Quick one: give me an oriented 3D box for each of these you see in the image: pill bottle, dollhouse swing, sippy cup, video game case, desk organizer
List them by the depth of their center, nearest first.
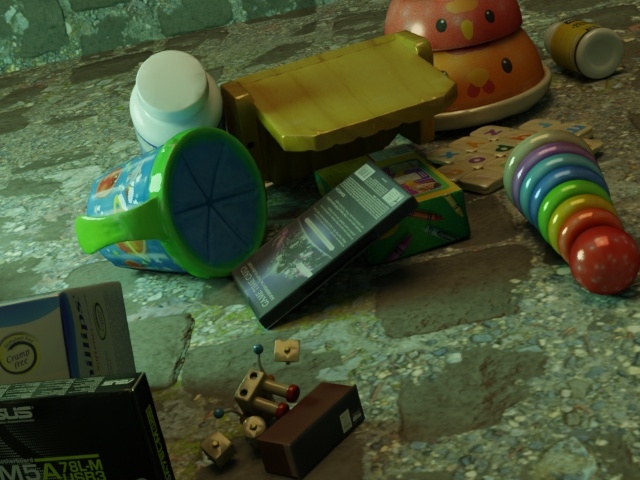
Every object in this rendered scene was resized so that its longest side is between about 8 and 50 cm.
[{"bbox_3d":[-0.010,0.211,1.357,0.050,0.047,0.130,2,26,39],"label":"desk organizer"},{"bbox_3d":[0.000,0.000,1.747,0.274,0.026,0.196,-40,25,0],"label":"video game case"},{"bbox_3d":[-0.240,-0.047,1.902,0.224,0.305,0.240,-8,63,39],"label":"sippy cup"},{"bbox_3d":[-0.234,-0.201,2.000,0.152,0.152,0.272,-16,-21,-7],"label":"pill bottle"},{"bbox_3d":[0.050,-0.165,2.027,0.347,0.315,0.305,-18,45,-13],"label":"dollhouse swing"},{"bbox_3d":[0.525,-0.392,2.442,0.103,0.103,0.184,-17,23,-11],"label":"pill bottle"}]

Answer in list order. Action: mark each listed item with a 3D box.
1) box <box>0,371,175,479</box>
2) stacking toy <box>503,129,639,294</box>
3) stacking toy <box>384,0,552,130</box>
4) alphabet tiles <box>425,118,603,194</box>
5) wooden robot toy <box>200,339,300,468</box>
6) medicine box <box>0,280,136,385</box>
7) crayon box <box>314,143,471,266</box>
[{"bbox_3d":[-0.251,0.231,1.255,0.191,0.184,0.045,-6,24,15],"label":"box"},{"bbox_3d":[0.356,-0.031,1.649,0.141,0.141,0.330,-13,28,-1],"label":"stacking toy"},{"bbox_3d":[0.234,-0.471,2.289,0.351,0.479,0.350,-11,22,5],"label":"stacking toy"},{"bbox_3d":[0.329,-0.147,2.068,0.284,0.021,0.278,-27,26,-32],"label":"alphabet tiles"},{"bbox_3d":[-0.067,0.198,1.403,0.076,0.079,0.173,21,62,22],"label":"wooden robot toy"},{"bbox_3d":[-0.387,0.148,1.457,0.264,0.149,0.289,-11,0,5],"label":"medicine box"},{"bbox_3d":[0.107,-0.061,1.901,0.165,0.081,0.278,-17,22,-9],"label":"crayon box"}]
